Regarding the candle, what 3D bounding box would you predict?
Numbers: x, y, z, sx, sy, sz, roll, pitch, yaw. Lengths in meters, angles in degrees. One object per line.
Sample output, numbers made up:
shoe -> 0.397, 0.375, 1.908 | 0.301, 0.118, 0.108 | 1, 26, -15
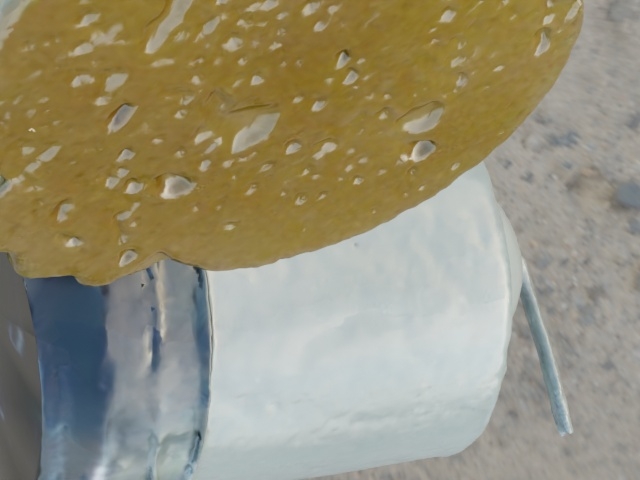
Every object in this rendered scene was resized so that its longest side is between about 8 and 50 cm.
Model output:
candle -> -0.026, 0.025, 0.824 | 0.343, 0.221, 0.221 | -7, 103, -26

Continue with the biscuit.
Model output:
biscuit -> -0.022, -0.051, 0.384 | 0.170, 0.170, 0.050 | -26, 59, 3
